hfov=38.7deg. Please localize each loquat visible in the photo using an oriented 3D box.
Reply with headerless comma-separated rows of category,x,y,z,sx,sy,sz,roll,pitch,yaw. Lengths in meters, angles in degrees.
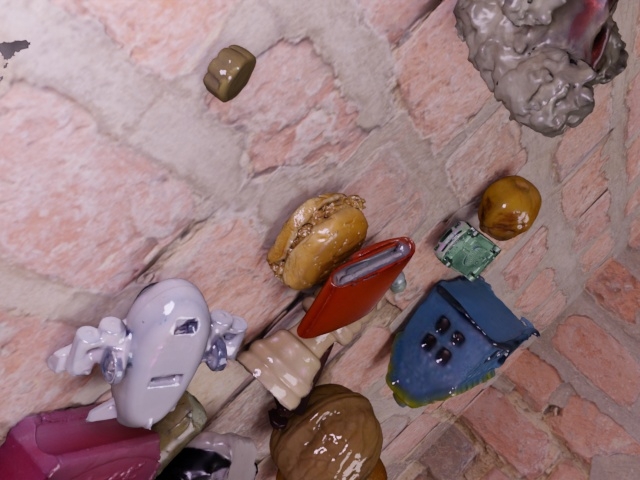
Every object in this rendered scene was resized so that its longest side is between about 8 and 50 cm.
loquat,0.359,-0.061,1.758,0.137,0.113,0.137,-56,-179,1

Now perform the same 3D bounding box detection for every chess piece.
chess piece,0.013,0.124,1.478,0.307,0.139,0.124,-46,-160,-9

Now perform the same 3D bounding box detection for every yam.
yam,-0.320,0.371,1.358,0.371,0.083,0.083,-42,158,-4

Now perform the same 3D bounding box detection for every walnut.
walnut,0.014,0.387,1.771,0.228,0.228,0.228,-37,156,-19

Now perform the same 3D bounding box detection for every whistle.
whistle,0.144,0.078,1.706,0.035,0.035,0.100,-43,159,-5

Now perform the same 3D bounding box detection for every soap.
soap,-0.321,0.300,1.209,0.162,0.099,0.250,-59,155,15

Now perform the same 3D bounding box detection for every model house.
model house,0.288,0.242,2.029,0.303,0.215,0.237,-51,158,26

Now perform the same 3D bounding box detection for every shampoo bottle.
shampoo bottle,-0.044,0.254,1.639,0.067,0.068,0.236,14,126,-13

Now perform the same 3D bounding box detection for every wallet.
wallet,0.047,0.072,1.325,0.142,0.045,0.204,-23,161,-25

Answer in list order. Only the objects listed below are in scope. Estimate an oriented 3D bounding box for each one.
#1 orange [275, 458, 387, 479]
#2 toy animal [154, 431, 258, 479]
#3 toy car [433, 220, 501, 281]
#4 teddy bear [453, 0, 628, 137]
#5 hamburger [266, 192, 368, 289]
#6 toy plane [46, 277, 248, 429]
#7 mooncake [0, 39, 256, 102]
orange,0.023,0.544,2.028,0.264,0.264,0.264,-37,156,-19
toy animal,-0.206,0.410,1.507,0.204,0.156,0.208,35,68,-70
toy car,0.281,0.014,1.782,0.090,0.076,0.224,-48,150,9
teddy bear,0.314,-0.340,1.068,0.357,0.224,0.367,-37,159,-56
hamburger,0.000,0.000,1.263,0.138,0.083,0.147,-20,150,-55
toy plane,-0.206,0.138,1.109,0.245,0.117,0.244,-19,139,-17
mooncake,-0.164,-0.148,0.754,0.150,0.057,0.347,-59,154,1
